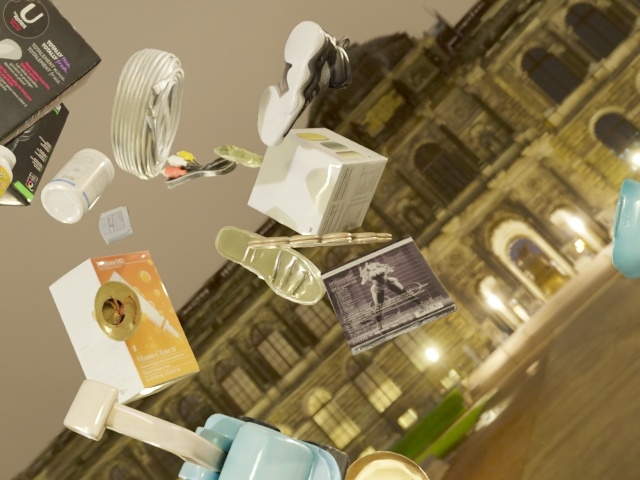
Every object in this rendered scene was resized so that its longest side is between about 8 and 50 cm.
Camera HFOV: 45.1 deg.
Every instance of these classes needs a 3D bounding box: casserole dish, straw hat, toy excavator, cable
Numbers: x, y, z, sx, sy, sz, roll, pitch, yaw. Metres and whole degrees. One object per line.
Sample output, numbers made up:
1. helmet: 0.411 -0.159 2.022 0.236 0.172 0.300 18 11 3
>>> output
1. casserole dish: 0.410 -0.011 0.984 0.188 0.037 0.114 21 -102 -56
2. straw hat: -0.464 0.159 1.693 0.061 0.144 0.144 -14 0 28
3. toy excavator: -0.180 0.387 1.364 0.445 0.432 0.222 76 -147 -61
4. cable: -0.342 -0.250 1.537 0.257 0.089 0.257 -81 4 -52
5. cable: -0.390 -0.225 2.386 0.139 0.287 0.072 -55 -52 -31

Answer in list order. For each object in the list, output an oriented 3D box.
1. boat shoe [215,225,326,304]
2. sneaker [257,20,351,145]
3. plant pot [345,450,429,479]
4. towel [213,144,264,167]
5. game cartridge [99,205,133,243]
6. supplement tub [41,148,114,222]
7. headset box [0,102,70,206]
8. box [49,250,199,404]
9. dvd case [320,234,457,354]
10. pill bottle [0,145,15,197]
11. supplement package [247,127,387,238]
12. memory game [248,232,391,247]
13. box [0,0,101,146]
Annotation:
1. boat shoe: -0.104 0.052 1.849 0.113 0.302 0.103 -61 -19 9
2. sneaker: -0.023 -0.312 1.604 0.153 0.101 0.269 1 -58 -46
3. plant pot: 0.158 0.603 1.781 0.236 0.236 0.032 -47 -17 14
4. towel: -0.193 -0.202 1.869 0.148 0.110 0.027 10 83 66
5. game cartridge: -0.364 -0.027 1.369 0.056 0.083 0.017 -18 -50 -9
6. supplement tub: -0.361 -0.082 1.153 0.071 0.071 0.107 -54 9 38
7. headset box: -0.690 -0.237 1.626 0.246 0.131 0.283 64 -147 -55
8. box: -0.490 0.222 1.939 0.168 0.345 0.215 -31 -10 28
9. dvd case: 0.098 0.078 1.196 0.164 0.221 0.018 -23 -59 0
10. pill bottle: -0.332 -0.056 0.757 0.043 0.043 0.083 120 168 -49
11. supplement package: -0.002 -0.145 1.873 0.262 0.199 0.198 -17 -48 -62
12. memory game: 0.000 0.000 0.978 0.186 0.012 0.186 -3 -2 0
13. box: -0.504 -0.246 1.193 0.270 0.165 0.143 -46 15 -22
